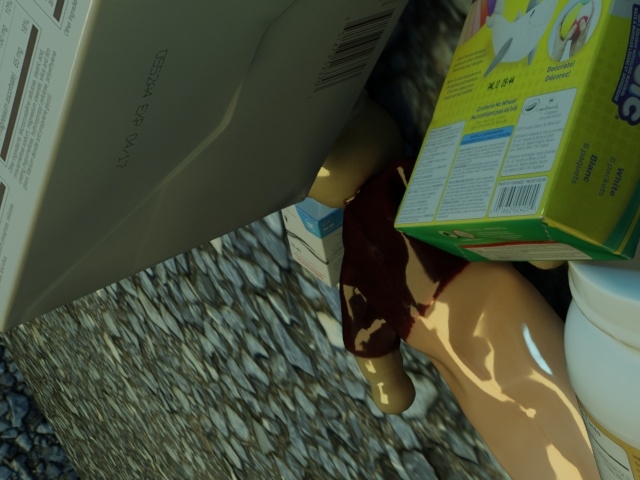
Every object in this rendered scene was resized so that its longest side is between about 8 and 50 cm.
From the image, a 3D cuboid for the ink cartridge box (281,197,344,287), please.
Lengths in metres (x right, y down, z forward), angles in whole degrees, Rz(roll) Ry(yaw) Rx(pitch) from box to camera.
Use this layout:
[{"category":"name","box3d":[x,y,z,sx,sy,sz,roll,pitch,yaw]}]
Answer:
[{"category":"ink cartridge box","box3d":[0.000,0.000,0.884,0.048,0.028,0.083,37,152,40]}]

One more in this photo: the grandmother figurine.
[{"category":"grandmother figurine","box3d":[0.076,0.032,0.694,0.342,0.104,0.208,53,131,16]}]

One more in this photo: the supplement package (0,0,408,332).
[{"category":"supplement package","box3d":[-0.076,-0.120,0.549,0.145,0.204,0.262,49,137,18]}]

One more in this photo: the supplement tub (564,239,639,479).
[{"category":"supplement tub","box3d":[0.175,0.069,0.460,0.144,0.144,0.199,23,141,54]}]

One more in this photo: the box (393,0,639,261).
[{"category":"box","box3d":[0.092,-0.081,0.439,0.043,0.179,0.105,22,171,-22]}]
